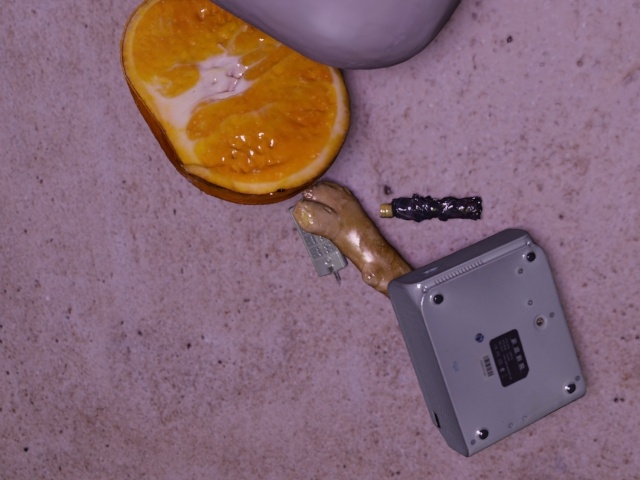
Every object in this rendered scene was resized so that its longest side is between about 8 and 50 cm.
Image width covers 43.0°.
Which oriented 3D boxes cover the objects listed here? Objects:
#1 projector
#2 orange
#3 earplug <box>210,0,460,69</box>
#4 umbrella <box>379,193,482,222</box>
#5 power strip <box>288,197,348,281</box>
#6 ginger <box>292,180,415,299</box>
[{"bbox_3d":[0.228,0.134,1.095,0.198,0.108,0.250,-22,100,-16],"label":"projector"},{"bbox_3d":[-0.107,-0.185,1.071,0.310,0.274,0.274,34,115,42],"label":"orange"},{"bbox_3d":[-0.002,-0.386,0.961,0.394,0.312,0.312,32,110,2],"label":"earplug"},{"bbox_3d":[0.155,-0.046,1.148,0.144,0.037,0.040,-1,76,14],"label":"umbrella"},{"bbox_3d":[0.000,0.000,1.213,0.051,0.019,0.136,-21,98,17],"label":"power strip"},{"bbox_3d":[0.087,0.027,1.158,0.299,0.118,0.065,41,131,-6],"label":"ginger"}]
